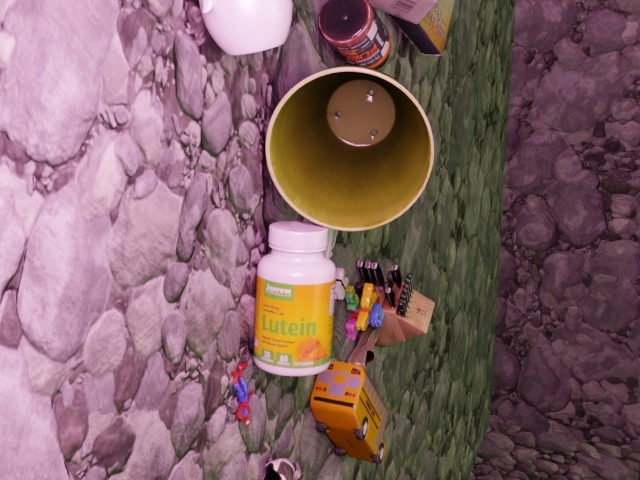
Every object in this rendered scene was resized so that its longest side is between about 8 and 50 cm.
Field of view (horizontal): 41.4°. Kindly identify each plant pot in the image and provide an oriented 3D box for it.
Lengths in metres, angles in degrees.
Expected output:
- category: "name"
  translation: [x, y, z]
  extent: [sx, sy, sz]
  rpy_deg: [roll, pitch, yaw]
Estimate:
- category: "plant pot"
  translation: [0.060, -0.197, 1.508]
  extent: [0.293, 0.274, 0.275]
  rpy_deg: [-75, 165, -67]

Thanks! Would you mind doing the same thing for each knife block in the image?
- category: "knife block"
  translation: [0.139, 0.148, 2.048]
  extent: [0.275, 0.242, 0.088]
  rpy_deg: [-31, -147, 56]

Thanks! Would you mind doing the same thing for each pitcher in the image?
- category: "pitcher"
  translation: [-0.128, -0.353, 1.135]
  extent: [0.177, 0.125, 0.207]
  rpy_deg: [-30, 116, -39]

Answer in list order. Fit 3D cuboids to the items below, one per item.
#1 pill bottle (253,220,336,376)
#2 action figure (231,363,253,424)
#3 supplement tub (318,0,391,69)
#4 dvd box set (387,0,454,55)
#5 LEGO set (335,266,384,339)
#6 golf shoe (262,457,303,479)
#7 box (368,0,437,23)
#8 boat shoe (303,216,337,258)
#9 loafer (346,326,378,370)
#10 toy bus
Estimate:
- category: "pill bottle"
  translation: [-0.043, 0.096, 1.456]
  extent: [0.136, 0.136, 0.246]
  rpy_deg: [-24, 119, -66]
- category: "action figure"
  translation: [-0.131, 0.267, 1.445]
  extent: [0.038, 0.030, 0.115]
  rpy_deg: [-57, 150, -58]
- category: "supplement tub"
  translation: [0.075, -0.393, 1.634]
  extent: [0.198, 0.106, 0.106]
  rpy_deg: [24, 75, -68]
- category: "dvd box set"
  translation: [0.259, -0.691, 1.995]
  extent: [0.307, 0.062, 0.421]
  rpy_deg: [25, 76, -60]
- category: "LEGO set"
  translation: [0.084, 0.162, 1.878]
  extent: [0.227, 0.087, 0.093]
  rpy_deg: [65, 38, -53]
- category: "golf shoe"
  translation: [-0.093, 0.504, 1.579]
  extent: [0.094, 0.077, 0.198]
  rpy_deg: [31, 61, -56]
- category: "box"
  translation: [0.213, -0.633, 1.770]
  extent: [0.148, 0.121, 0.311]
  rpy_deg: [159, -50, -79]
- category: "boat shoe"
  translation: [-0.001, -0.001, 1.611]
  extent: [0.081, 0.079, 0.228]
  rpy_deg: [50, 47, -57]
- category: "loafer"
  translation: [0.110, 0.265, 2.022]
  extent: [0.148, 0.050, 0.056]
  rpy_deg: [-55, 149, -42]
- category: "toy bus"
  translation: [0.074, 0.396, 1.906]
  extent: [0.333, 0.108, 0.130]
  rpy_deg: [63, 38, -55]
